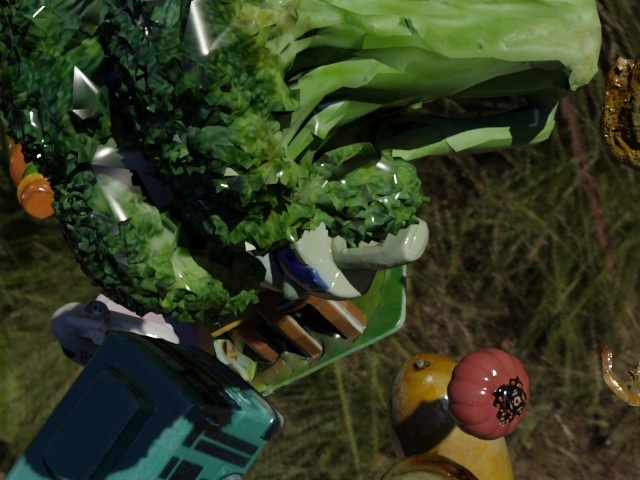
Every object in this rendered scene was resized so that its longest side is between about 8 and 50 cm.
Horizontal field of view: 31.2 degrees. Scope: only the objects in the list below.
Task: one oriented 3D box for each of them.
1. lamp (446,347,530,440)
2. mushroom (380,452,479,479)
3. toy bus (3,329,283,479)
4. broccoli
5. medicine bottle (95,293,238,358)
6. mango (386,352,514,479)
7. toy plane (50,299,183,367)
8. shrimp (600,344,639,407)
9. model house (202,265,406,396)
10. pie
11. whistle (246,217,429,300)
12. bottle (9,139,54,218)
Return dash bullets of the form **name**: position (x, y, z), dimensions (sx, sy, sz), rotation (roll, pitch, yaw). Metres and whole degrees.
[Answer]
- **lamp**: position (0.196, 0.178, 1.334), dimensions (0.092, 0.107, 0.107), rotation (7, 68, 51)
- **mushroom**: position (-0.031, 0.224, 0.574), dimensions (0.333, 0.107, 0.087), rotation (-29, 2, -29)
- **toy bus**: position (-0.162, 0.199, 0.888), dimensions (0.128, 0.147, 0.256), rotation (34, 89, 33)
- **broccoli**: position (-0.021, -0.108, 0.537), dimensions (0.308, 0.275, 0.307), rotation (-172, 90, -83)
- **medicine bottle**: position (-0.224, 0.098, 1.968), dimensions (0.219, 0.219, 0.388), rotation (-36, 3, 25)
- **mango**: position (0.247, 0.382, 2.136), dimensions (0.199, 0.384, 0.221), rotation (-36, 22, -19)
- **toy plane**: position (-0.236, 0.120, 1.340), dimensions (0.174, 0.174, 0.080), rotation (7, 75, 51)
- **shrimp**: position (0.368, 0.139, 1.356), dimensions (0.023, 0.083, 0.114), rotation (-40, 21, 56)
- **model house**: position (-0.081, -0.018, 1.653), dimensions (0.300, 0.323, 0.340), rotation (-27, 36, 27)
- **pie**: position (0.315, -0.124, 1.104), dimensions (0.092, 0.169, 0.034), rotation (-3, 41, 8)
- **whistle**: position (0.000, 0.000, 0.977), dimensions (0.244, 0.092, 0.110), rotation (-1, 59, 55)
- **bottle**: position (-0.279, -0.077, 1.151), dimensions (0.069, 0.069, 0.187), rotation (-47, 26, 12)
